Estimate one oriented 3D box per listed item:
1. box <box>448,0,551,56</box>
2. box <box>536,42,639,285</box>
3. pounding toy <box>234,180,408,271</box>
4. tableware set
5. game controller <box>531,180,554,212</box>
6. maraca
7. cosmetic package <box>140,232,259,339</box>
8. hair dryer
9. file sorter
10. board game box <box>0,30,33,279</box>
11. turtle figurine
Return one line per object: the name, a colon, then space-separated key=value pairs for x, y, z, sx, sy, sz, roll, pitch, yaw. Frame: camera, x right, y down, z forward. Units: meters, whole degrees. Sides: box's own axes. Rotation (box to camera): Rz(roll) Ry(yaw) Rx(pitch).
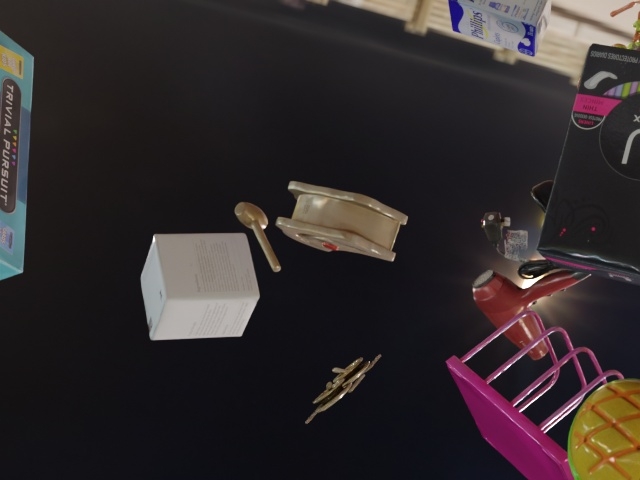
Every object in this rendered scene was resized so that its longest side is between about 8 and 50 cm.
box: x=0.266 y=-0.343 z=1.619 sx=0.137 sy=0.072 sz=0.126 roll=21 pitch=173 yaw=14
box: x=0.389 y=-0.087 z=1.366 sx=0.165 sy=0.270 sz=0.143 roll=13 pitch=177 yaw=22
pounding toy: x=0.000 y=0.000 z=1.784 sx=0.270 sy=0.154 sz=0.154 roll=13 pitch=170 yaw=34
tableware set: x=0.035 y=0.272 z=2.114 sx=0.039 sy=0.128 sz=0.194 roll=51 pitch=-154 yaw=1
game controller: x=0.479 y=-0.009 z=1.776 sx=0.319 sy=0.067 sz=0.166 roll=18 pitch=-161 yaw=-34
maraca: x=0.326 y=0.235 z=1.186 sx=0.127 sy=0.185 sz=0.099 roll=1 pitch=150 yaw=38
cosmetic package: x=-0.232 y=0.088 z=2.083 sx=0.184 sy=0.151 sz=0.151 roll=0 pitch=-125 yaw=-22
hair dryer: x=0.382 y=0.097 z=1.978 sx=0.224 sy=0.293 sz=0.080 roll=16 pitch=-141 yaw=25
file sorter: x=0.374 y=0.269 z=1.699 sx=0.291 sy=0.182 sz=0.202 roll=41 pitch=164 yaw=52
board game box: x=-0.448 y=-0.045 z=1.103 sx=0.336 sy=0.253 sz=0.079 roll=-18 pitch=150 yaw=22
turtle figurine: x=0.567 y=-0.286 z=2.021 sx=0.087 sy=0.269 sz=0.217 roll=4 pitch=-128 yaw=-17
